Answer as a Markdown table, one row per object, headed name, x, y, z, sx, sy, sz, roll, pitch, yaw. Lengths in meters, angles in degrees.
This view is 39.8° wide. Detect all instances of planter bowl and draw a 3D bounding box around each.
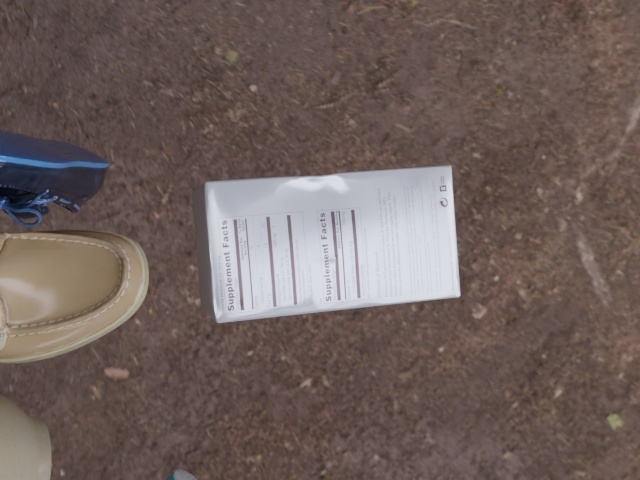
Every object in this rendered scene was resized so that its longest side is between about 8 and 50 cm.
| name | x | y | z | sx | sy | sz | roll | pitch | yaw |
| --- | --- | --- | --- | --- | --- | --- | --- | --- | --- |
| planter bowl | -0.296 | 0.196 | 0.749 | 0.109 | 0.162 | 0.162 | 12 | 106 | -35 |

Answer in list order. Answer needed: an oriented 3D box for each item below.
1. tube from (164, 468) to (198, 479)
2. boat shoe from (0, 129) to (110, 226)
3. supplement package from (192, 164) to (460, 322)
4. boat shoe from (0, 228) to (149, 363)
| name | x | y | z | sx | sy | sz | roll | pitch | yaw |
| --- | --- | --- | --- | --- | --- | --- | --- | --- | --- |
| tube | -0.174 | 0.281 | 0.733 | 0.052 | 0.080 | 0.207 | 44 | 90 | -1 |
| boat shoe | -0.307 | -0.058 | 0.946 | 0.089 | 0.109 | 0.258 | -64 | 160 | 8 |
| supplement package | 0.000 | 0.000 | 0.897 | 0.244 | 0.139 | 0.134 | -5 | 92 | -13 |
| boat shoe | -0.330 | 0.051 | 0.800 | 0.341 | 0.110 | 0.122 | -10 | 74 | 0 |
